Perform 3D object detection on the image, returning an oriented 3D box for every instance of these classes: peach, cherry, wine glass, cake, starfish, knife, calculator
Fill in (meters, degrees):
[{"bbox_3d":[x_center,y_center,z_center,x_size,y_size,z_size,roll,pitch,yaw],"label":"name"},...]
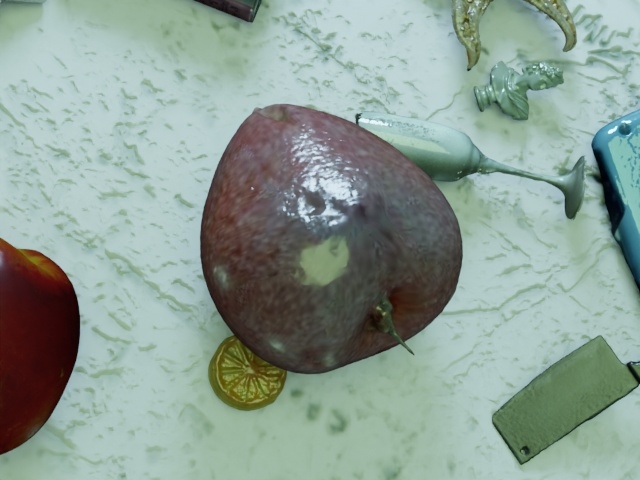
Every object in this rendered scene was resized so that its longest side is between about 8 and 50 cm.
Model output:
[{"bbox_3d":[-0.356,0.098,1.578,0.243,0.199,0.243,-1,81,4],"label":"peach"},{"bbox_3d":[0.000,0.000,1.622,0.261,0.221,0.307,-21,69,-27],"label":"cherry"},{"bbox_3d":[0.152,-0.087,1.731,0.262,0.074,0.074,14,79,-3],"label":"wine glass"},{"bbox_3d":[-0.075,0.134,1.678,0.084,0.044,0.084,1,82,-6],"label":"cake"},{"bbox_3d":[0.170,-0.289,1.765,0.138,0.050,0.247,-32,74,-12],"label":"starfish"},{"bbox_3d":[0.294,0.142,1.705,0.245,0.019,0.072,-34,85,4],"label":"knife"},{"bbox_3d":[0.401,-0.027,1.753,0.173,0.051,0.293,-17,83,-6],"label":"calculator"}]

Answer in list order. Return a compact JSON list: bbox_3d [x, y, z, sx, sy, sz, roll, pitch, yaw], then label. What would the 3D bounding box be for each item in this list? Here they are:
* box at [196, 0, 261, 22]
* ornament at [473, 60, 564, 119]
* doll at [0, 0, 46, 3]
[{"bbox_3d":[-0.154,-0.330,1.740,0.224,0.069,0.120,23,79,0],"label":"box"},{"bbox_3d":[0.213,-0.167,1.765,0.092,0.041,0.068,-45,82,-2],"label":"ornament"},{"bbox_3d":[-0.349,-0.279,1.703,0.129,0.081,0.207,41,81,-31],"label":"doll"}]
